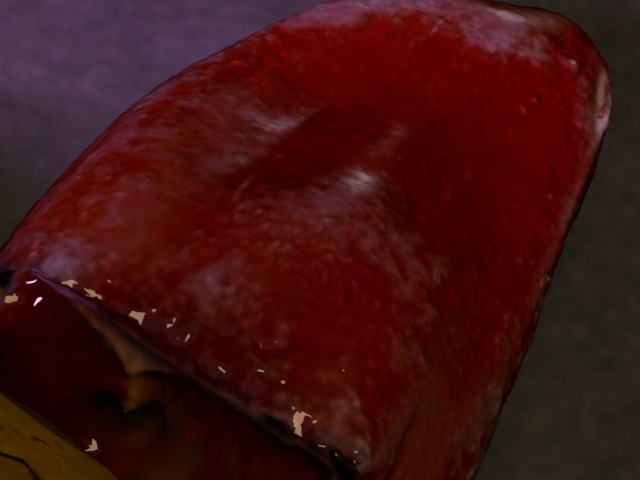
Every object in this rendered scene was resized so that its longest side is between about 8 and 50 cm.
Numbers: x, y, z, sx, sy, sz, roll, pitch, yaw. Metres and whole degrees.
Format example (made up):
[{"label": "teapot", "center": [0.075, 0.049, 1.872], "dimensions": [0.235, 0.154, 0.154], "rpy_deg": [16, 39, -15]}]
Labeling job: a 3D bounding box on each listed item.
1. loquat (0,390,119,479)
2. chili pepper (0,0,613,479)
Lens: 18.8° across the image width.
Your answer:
[{"label": "loquat", "center": [-0.117, 0.135, 0.369], "dimensions": [0.235, 0.235, 0.235], "rpy_deg": [7, 59, -12]}, {"label": "chili pepper", "center": [0.000, 0.000, 0.566], "dimensions": [0.144, 0.136, 0.253], "rpy_deg": [-3, 35, 34]}]
